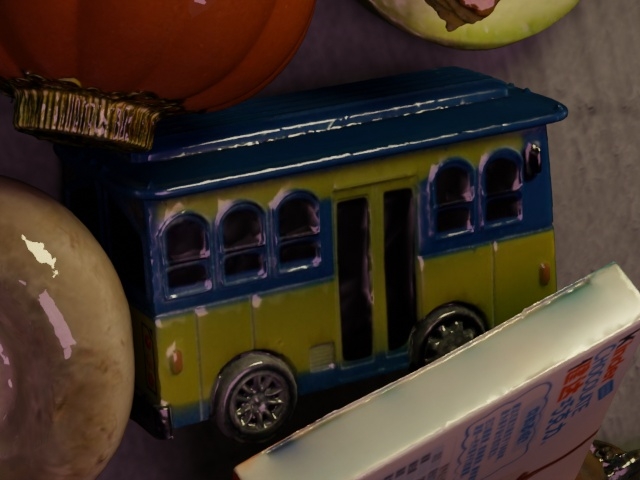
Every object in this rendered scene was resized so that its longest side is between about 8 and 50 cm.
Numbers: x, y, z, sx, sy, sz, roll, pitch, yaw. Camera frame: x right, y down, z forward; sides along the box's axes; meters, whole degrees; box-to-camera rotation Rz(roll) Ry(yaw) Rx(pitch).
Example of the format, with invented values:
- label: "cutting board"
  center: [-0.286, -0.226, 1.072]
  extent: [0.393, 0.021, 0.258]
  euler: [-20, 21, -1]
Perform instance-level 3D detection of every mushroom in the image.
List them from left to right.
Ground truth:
- label: "mushroom"
  center: [-0.200, 0.067, 0.964]
  extent: [0.204, 0.204, 0.204]
  euler: [-8, 106, -28]

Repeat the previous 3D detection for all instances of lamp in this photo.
- label: "lamp"
  center: [-0.109, -0.147, 0.960]
  extent: [0.223, 0.223, 0.197]
  euler: [9, 89, -31]

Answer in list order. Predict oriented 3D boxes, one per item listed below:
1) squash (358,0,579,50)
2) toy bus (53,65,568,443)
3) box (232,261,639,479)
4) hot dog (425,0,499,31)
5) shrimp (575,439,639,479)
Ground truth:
- label: "squash"
  center: [0.092, -0.248, 1.152]
  extent: [0.252, 0.049, 0.252]
  euler: [-7, 107, -25]
- label: "toy bus"
  center: [0.000, 0.000, 1.105]
  extent: [0.287, 0.138, 0.175]
  euler: [-13, 110, -27]
- label: "box"
  center: [0.062, 0.149, 1.134]
  extent: [0.265, 0.048, 0.273]
  euler: [-26, 154, -20]
- label: "hot dog"
  center: [0.074, -0.246, 1.065]
  extent: [0.123, 0.093, 0.262]
  euler: [12, 82, -19]
- label: "shrimp"
  center: [0.252, 0.090, 1.322]
  extent: [0.198, 0.051, 0.262]
  euler: [31, 90, -31]
